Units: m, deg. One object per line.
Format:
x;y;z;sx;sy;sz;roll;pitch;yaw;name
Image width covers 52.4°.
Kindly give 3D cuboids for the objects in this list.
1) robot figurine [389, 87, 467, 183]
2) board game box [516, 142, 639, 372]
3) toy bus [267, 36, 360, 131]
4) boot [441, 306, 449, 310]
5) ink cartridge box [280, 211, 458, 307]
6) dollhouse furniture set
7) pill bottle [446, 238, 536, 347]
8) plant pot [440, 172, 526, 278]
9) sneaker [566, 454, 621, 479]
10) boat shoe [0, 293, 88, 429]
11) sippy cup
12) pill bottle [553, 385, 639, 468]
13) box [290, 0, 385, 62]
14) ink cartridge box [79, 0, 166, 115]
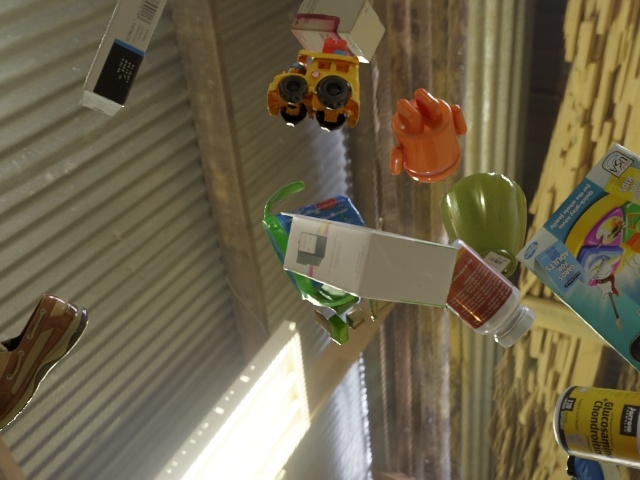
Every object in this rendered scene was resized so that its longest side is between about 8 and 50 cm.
0.219;-0.207;1.350;0.158;0.128;0.219;-63;-34;-27;robot figurine
0.501;0.032;1.004;0.079;0.336;0.253;26;-72;-35;board game box
-0.008;-0.393;1.577;0.149;0.221;0.211;96;-179;-74;toy bus
0.371;0.138;1.698;0.099;0.045;0.121;26;-71;-30;boot
0.069;0.030;1.281;0.207;0.353;0.119;10;-87;-31;ink cartridge box
0.119;0.152;2.045;0.302;0.151;0.197;-34;-40;-25;dollhouse furniture set
0.316;0.109;1.299;0.121;0.216;0.121;-48;-4;-4;pill bottle
0.516;-0.018;2.014;0.293;0.275;0.274;-80;-14;-52;plant pot
0.492;0.436;1.176;0.058;0.084;0.152;10;-118;-26;sneaker
-0.619;0.245;1.333;0.120;0.123;0.324;40;-97;-25;boat shoe
0.000;0.000;1.675;0.224;0.240;0.305;-27;-72;-7;sippy cup
0.431;0.261;0.904;0.103;0.184;0.103;5;-98;-40;pill bottle
0.052;-0.645;1.984;0.149;0.232;0.126;40;-108;-52;box
-0.321;-0.287;1.029;0.065;0.333;0.165;21;-90;-23;ink cartridge box
